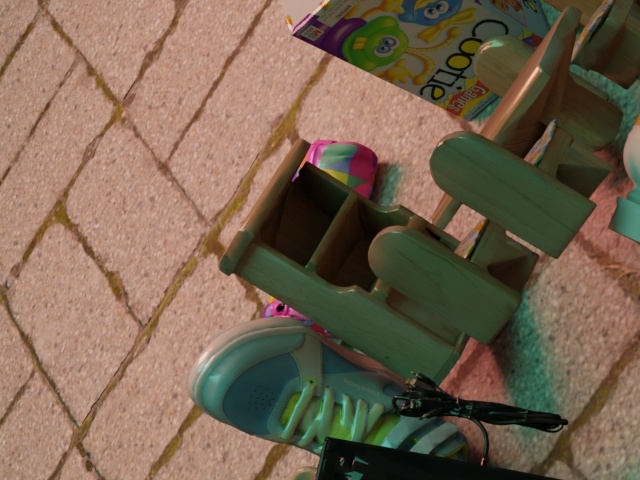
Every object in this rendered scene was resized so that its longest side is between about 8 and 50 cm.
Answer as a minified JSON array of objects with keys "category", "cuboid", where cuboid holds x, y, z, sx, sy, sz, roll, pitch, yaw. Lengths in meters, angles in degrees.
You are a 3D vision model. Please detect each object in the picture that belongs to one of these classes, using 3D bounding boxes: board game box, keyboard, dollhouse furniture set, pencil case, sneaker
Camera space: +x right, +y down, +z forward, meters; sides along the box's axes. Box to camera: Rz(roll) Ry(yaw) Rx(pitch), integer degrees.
[{"category":"board game box","cuboid":[0.097,-0.262,2.116,0.142,0.275,0.144,-41,46,30]},{"category":"keyboard","cuboid":[0.151,0.237,1.868,0.317,0.033,0.201,10,73,11]},{"category":"dollhouse furniture set","cuboid":[0.110,-0.077,1.917,0.394,0.256,0.362,-57,2,42]},{"category":"pencil case","cuboid":[0.000,0.000,2.250,0.104,0.104,0.236,-6,67,48]},{"category":"sneaker","cuboid":[0.029,0.186,1.967,0.208,0.319,0.127,40,107,42]}]

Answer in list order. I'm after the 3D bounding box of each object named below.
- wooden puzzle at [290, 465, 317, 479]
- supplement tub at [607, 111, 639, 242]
[{"category":"wooden puzzle","cuboid":[0.053,0.366,1.991,0.238,0.044,0.221,32,133,49]},{"category":"supplement tub","cuboid":[0.404,-0.112,1.725,0.228,0.228,0.316,29,95,51]}]
